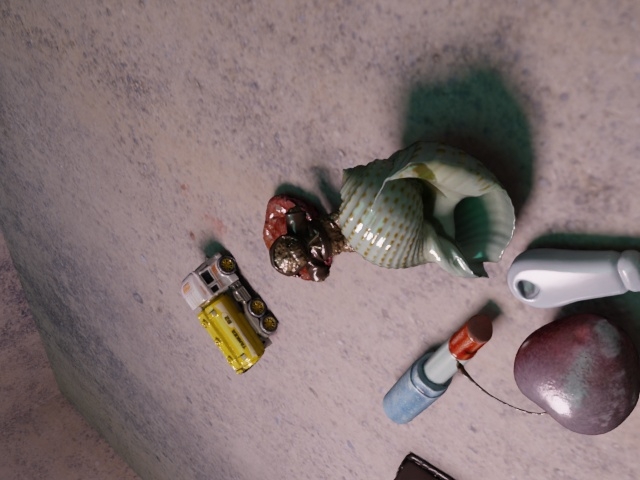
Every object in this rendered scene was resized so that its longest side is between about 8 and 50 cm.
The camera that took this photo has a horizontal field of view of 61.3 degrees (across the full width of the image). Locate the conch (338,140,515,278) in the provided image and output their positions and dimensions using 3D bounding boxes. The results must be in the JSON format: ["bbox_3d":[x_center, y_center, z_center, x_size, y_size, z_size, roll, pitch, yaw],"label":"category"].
[{"bbox_3d":[0.118,-0.040,0.629,0.200,0.131,0.172,24,119,-22],"label":"conch"}]

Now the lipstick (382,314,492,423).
[{"bbox_3d":[0.166,0.190,0.784,0.061,0.068,0.274,40,140,13],"label":"lipstick"}]

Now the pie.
[{"bbox_3d":[-0.038,-0.004,0.884,0.153,0.038,0.154,23,128,33],"label":"pie"}]

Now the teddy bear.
[{"bbox_3d":[0.001,-0.003,0.786,0.078,0.160,0.119,-126,17,-75],"label":"teddy bear"}]

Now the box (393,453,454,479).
[{"bbox_3d":[0.191,0.547,0.944,0.188,0.153,0.252,22,129,33],"label":"box"}]

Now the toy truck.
[{"bbox_3d":[-0.182,0.144,1.069,0.227,0.114,0.098,55,141,1],"label":"toy truck"}]

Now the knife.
[{"bbox_3d":[0.346,0.035,0.526,0.331,0.044,0.080,-7,118,43],"label":"knife"}]

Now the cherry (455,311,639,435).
[{"bbox_3d":[0.263,0.131,0.614,0.188,0.115,0.148,34,156,32],"label":"cherry"}]
